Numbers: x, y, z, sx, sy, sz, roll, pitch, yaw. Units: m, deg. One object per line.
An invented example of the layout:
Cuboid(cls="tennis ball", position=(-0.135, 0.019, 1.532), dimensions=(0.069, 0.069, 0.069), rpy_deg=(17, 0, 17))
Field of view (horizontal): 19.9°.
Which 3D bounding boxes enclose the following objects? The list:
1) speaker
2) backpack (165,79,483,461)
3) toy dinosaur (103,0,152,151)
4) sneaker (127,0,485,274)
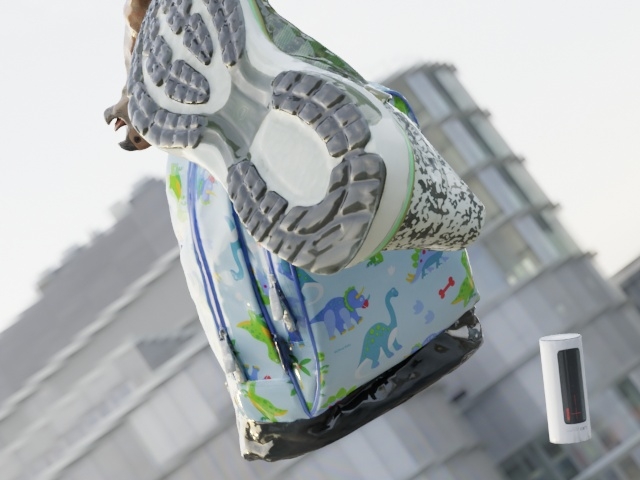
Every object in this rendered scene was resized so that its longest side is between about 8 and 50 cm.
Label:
Cuboid(cls="speaker", position=(0.314, 0.190, 2.335), dimensions=(0.055, 0.136, 0.055), rpy_deg=(-6, 4, 0))
Cuboid(cls="backpack", position=(0.000, 0.000, 1.764), dimensions=(0.290, 0.356, 0.273), rpy_deg=(-28, 7, -29))
Cuboid(cls="toy dinosaur", position=(-0.128, -0.245, 1.903), dimensions=(0.295, 0.200, 0.127), rpy_deg=(-41, -4, 33))
Cuboid(cls="sneaker", position=(-0.015, -0.093, 1.426), dimensions=(0.182, 0.410, 0.158), rpy_deg=(17, -66, -40))
